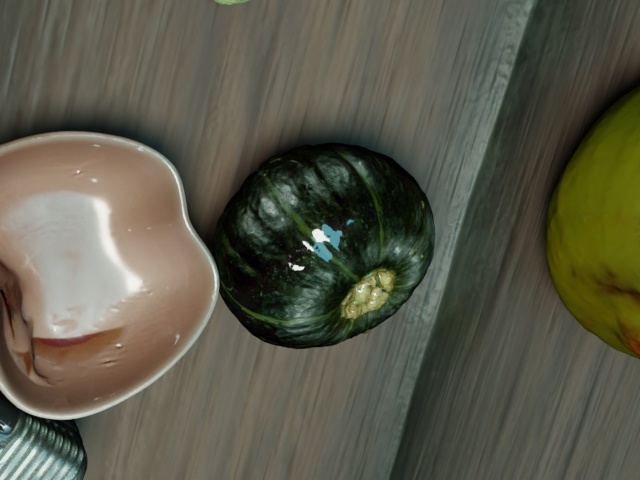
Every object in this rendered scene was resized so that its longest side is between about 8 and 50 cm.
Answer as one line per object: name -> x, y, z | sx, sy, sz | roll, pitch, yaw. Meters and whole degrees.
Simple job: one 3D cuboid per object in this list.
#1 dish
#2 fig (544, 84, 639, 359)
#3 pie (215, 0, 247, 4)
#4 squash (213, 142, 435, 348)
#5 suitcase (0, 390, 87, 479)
dish -> -0.193, 0.020, 0.698 | 0.213, 0.090, 0.213 | -1, 93, -27
fig -> 0.394, -0.030, 0.860 | 0.343, 0.343, 0.343 | -8, 110, -24
pie -> -0.069, -0.228, 0.729 | 0.084, 0.021, 0.084 | -7, 106, -26
squash -> 0.004, 0.003, 0.758 | 0.193, 0.156, 0.193 | -10, 139, -9
suitcase -> -0.335, 0.214, 0.681 | 0.312, 0.128, 0.202 | -50, 120, -5
